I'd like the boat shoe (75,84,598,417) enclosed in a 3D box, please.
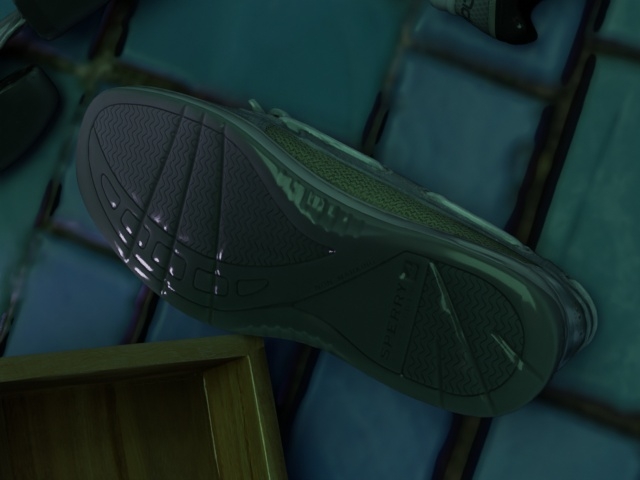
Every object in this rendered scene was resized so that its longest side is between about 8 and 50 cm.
[{"bbox_3d":[0.002,-0.002,0.930,0.320,0.103,0.118,22,109,22],"label":"boat shoe"}]

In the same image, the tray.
[{"bbox_3d":[-0.099,0.264,0.870,0.076,0.202,0.411,-25,72,55],"label":"tray"}]

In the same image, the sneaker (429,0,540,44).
[{"bbox_3d":[0.141,-0.179,0.922,0.075,0.063,0.170,45,101,16],"label":"sneaker"}]

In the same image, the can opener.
[{"bbox_3d":[-0.152,-0.143,1.003,0.280,0.074,0.093,-38,110,10],"label":"can opener"}]
